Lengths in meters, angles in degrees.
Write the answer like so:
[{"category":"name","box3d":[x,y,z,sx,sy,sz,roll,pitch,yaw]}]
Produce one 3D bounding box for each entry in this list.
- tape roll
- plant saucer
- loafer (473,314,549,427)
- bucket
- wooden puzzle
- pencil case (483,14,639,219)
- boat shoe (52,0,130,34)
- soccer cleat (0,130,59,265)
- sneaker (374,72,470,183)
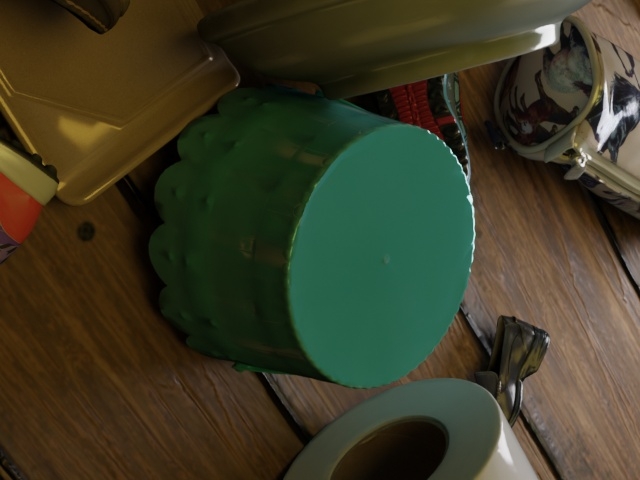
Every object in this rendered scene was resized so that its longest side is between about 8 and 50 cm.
[{"category":"tape roll","box3d":[0.100,0.276,1.280,0.246,0.246,0.169,-43,116,-28]},{"category":"plant saucer","box3d":[0.096,-0.195,1.143,0.400,0.400,0.100,-19,98,-35]},{"category":"loafer","box3d":[0.198,0.165,1.473,0.061,0.062,0.170,30,69,-11]},{"category":"bucket","box3d":[0.000,0.000,1.201,0.281,0.183,0.281,-14,111,-41]},{"category":"wooden puzzle","box3d":[-0.209,-0.183,1.153,0.221,0.044,0.238,-42,111,-28]},{"category":"pencil case","box3d":[0.380,-0.101,1.526,0.410,0.160,0.183,25,61,-36]},{"category":"boat shoe","box3d":[-0.321,-0.247,1.011,0.355,0.132,0.130,29,91,-20]},{"category":"soccer cleat","box3d":[-0.356,-0.079,1.007,0.318,0.108,0.116,33,81,-34]},{"category":"sneaker","box3d":[0.101,-0.147,1.371,0.125,0.104,0.262,48,37,-74]}]
